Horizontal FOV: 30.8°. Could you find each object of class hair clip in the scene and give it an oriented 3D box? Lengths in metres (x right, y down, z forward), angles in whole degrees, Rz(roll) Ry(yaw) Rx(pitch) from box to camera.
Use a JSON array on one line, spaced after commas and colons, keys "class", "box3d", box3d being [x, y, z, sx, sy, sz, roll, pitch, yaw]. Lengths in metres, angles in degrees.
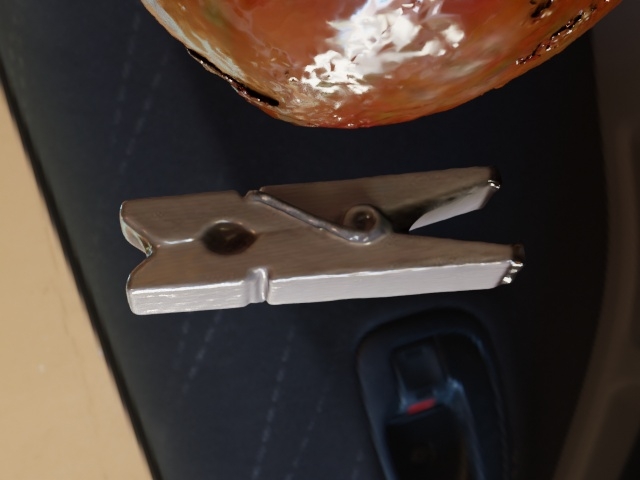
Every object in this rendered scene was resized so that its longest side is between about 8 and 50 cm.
[{"class": "hair clip", "box3d": [0.000, -0.001, 0.979, 0.085, 0.330, 0.101, 114, 151, -70]}]

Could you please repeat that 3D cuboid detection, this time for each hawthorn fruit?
[{"class": "hawthorn fruit", "box3d": [0.029, -0.204, 0.548, 0.316, 0.316, 0.316, 164, 90, -71]}]
